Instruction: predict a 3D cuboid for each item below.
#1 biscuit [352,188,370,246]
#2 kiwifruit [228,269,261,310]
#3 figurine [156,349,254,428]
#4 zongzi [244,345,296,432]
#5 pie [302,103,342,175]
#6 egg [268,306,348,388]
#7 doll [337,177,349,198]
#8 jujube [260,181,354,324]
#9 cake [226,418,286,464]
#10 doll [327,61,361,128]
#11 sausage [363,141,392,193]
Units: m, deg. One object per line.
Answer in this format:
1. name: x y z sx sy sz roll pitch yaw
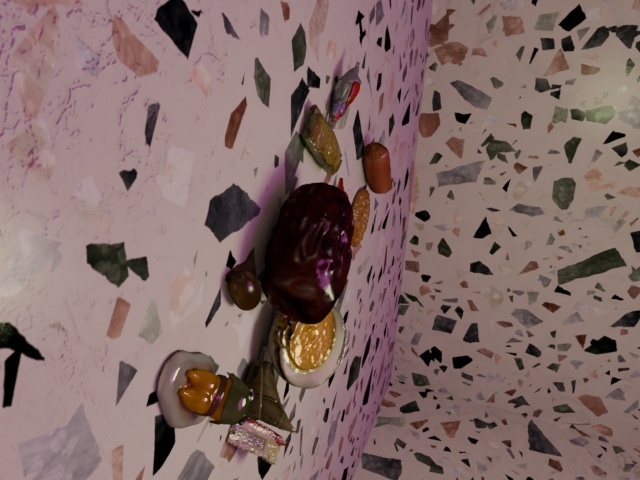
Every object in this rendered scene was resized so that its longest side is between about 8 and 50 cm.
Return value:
1. biscuit: 0.168 -0.095 2.260 0.254 0.035 0.254 11 90 -72
2. kiwifruit: -0.180 0.121 1.277 0.124 0.075 0.075 84 24 -52
3. figurine: -0.232 0.334 1.137 0.250 0.141 0.167 65 41 -61
4. zongzi: -0.121 0.409 1.459 0.081 0.178 0.189 106 5 -61
5. pie: 0.009 -0.295 1.609 0.282 0.068 0.129 44 58 -64
6. egg: -0.070 0.294 1.579 0.286 0.174 0.264 -9 98 -50
7. doll: 0.070 -0.125 1.884 0.109 0.057 0.169 73 19 -55
8. jujube: -0.031 0.029 1.417 0.258 0.258 0.377 63 30 -63
9. cake: -0.170 0.564 1.505 0.086 0.116 0.220 -64 159 -23
10. doll: 0.078 -0.464 1.697 0.102 0.075 0.227 42 70 -86
11. sausage: 0.237 -0.304 2.216 0.259 0.113 0.114 72 34 -55
